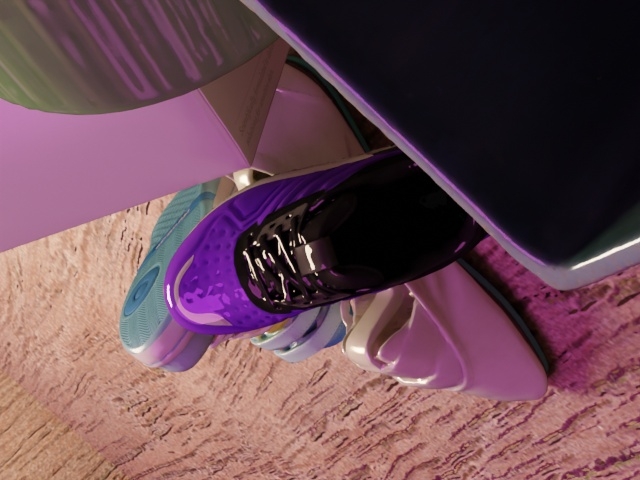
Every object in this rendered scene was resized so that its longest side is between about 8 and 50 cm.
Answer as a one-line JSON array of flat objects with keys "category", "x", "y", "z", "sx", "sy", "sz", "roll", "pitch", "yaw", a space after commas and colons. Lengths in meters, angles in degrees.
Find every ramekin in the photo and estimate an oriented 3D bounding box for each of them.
[{"category": "ramekin", "x": -0.124, "y": -0.216, "z": 0.743, "sx": 0.303, "sy": 0.303, "sz": 0.148, "roll": 25, "pitch": 159, "yaw": 31}]

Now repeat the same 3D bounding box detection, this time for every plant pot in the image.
[{"category": "plant pot", "x": 0.126, "y": -0.173, "z": 0.490, "sx": 0.247, "sy": 0.252, "sz": 0.248, "roll": 43, "pitch": 156, "yaw": -5}]

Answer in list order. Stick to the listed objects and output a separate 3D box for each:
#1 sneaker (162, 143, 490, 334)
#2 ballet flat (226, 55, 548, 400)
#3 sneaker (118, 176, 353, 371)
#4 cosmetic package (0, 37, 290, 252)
[{"category": "sneaker", "x": 0.000, "y": -0.001, "z": 0.937, "sx": 0.293, "sy": 0.146, "sz": 0.102, "roll": -23, "pitch": 98, "yaw": 19}, {"category": "ballet flat", "x": 0.039, "y": 0.029, "z": 1.118, "sx": 0.400, "sy": 0.139, "sz": 0.139, "roll": 50, "pitch": 154, "yaw": -22}, {"category": "sneaker", "x": -0.056, "y": 0.056, "z": 1.192, "sx": 0.208, "sy": 0.319, "sz": 0.127, "roll": 39, "pitch": 113, "yaw": -14}, {"category": "cosmetic package", "x": -0.219, "y": -0.113, "z": 0.987, "sx": 0.365, "sy": 0.197, "sz": 0.155, "roll": -15, "pitch": 126, "yaw": 26}]
